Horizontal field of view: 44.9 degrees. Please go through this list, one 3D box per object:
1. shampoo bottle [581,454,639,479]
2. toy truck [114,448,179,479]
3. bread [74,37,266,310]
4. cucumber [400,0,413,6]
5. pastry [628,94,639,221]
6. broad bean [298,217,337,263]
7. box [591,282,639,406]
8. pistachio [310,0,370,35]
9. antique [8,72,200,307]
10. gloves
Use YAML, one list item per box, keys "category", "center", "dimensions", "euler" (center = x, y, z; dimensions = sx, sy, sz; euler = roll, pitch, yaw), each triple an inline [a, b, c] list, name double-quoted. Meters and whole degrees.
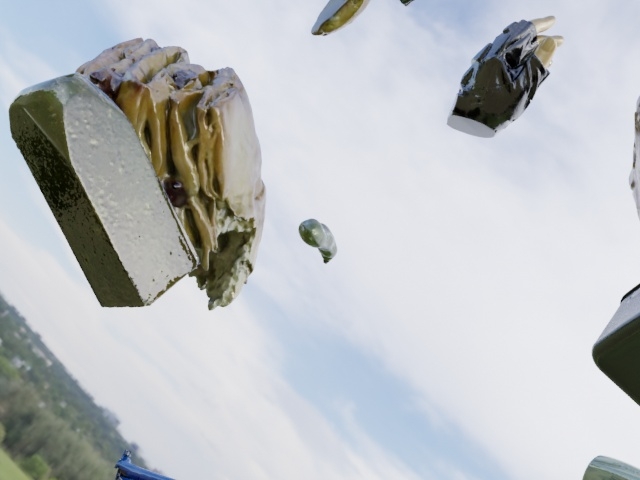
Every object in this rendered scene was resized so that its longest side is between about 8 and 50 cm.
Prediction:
- category: "shampoo bottle"
  center: [0.412, 0.327, 0.914]
  dimensions: [0.049, 0.072, 0.212]
  euler: [23, 1, -44]
- category: "toy truck"
  center: [-0.140, 0.258, 0.631]
  dimensions: [0.113, 0.126, 0.208]
  euler: [19, 9, -5]
- category: "bread"
  center: [-0.167, -0.084, 1.022]
  dimensions: [0.314, 0.191, 0.370]
  euler: [-91, 166, -66]
- category: "cucumber"
  center: [0.177, -0.416, 1.107]
  dimensions: [0.058, 0.187, 0.058]
  euler: [43, 16, -16]
- category: "pastry"
  center: [0.535, -0.104, 0.897]
  dimensions: [0.388, 0.312, 0.389]
  euler: [-179, -90, -64]
- category: "broad bean"
  center: [0.000, -0.001, 1.391]
  dimensions: [0.052, 0.053, 0.256]
  euler: [28, -5, 11]
- category: "box"
  center: [0.366, 0.123, 0.716]
  dimensions: [0.201, 0.090, 0.144]
  euler: [44, -31, 9]
- category: "pistachio"
  center: [0.051, -0.394, 1.272]
  dimensions: [0.049, 0.173, 0.089]
  euler: [36, -8, -24]
- category: "antique"
  center: [-0.209, -0.049, 0.734]
  dimensions: [0.080, 0.081, 0.221]
  euler: [-5, -64, 41]
- category: "gloves"
  center: [0.289, -0.257, 1.178]
  dimensions: [0.124, 0.204, 0.164]
  euler: [28, -3, -17]
